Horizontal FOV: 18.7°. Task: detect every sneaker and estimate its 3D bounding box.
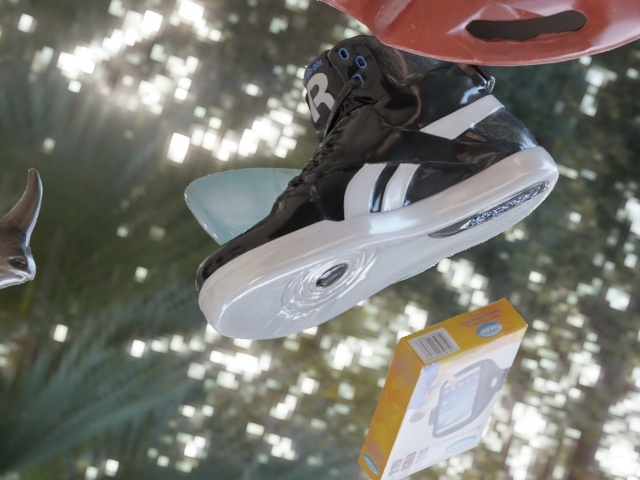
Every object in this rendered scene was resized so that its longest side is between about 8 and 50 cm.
[{"bbox_3d":[0.005,-0.035,0.968,0.121,0.217,0.079,54,-38,20],"label":"sneaker"}]

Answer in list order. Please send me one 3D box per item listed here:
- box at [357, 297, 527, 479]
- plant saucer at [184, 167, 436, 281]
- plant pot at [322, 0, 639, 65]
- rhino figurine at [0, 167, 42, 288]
[{"bbox_3d":[0.072,0.099,1.186,0.028,0.081,0.136,50,-36,32],"label":"box"},{"bbox_3d":[0.000,0.000,1.321,0.195,0.195,0.037,-19,-122,57],"label":"plant saucer"},{"bbox_3d":[0.077,-0.225,0.749,0.272,0.272,0.265,-43,-157,42],"label":"plant pot"},{"bbox_3d":[-0.232,0.040,0.919,0.243,0.106,0.073,-37,176,-2],"label":"rhino figurine"}]
